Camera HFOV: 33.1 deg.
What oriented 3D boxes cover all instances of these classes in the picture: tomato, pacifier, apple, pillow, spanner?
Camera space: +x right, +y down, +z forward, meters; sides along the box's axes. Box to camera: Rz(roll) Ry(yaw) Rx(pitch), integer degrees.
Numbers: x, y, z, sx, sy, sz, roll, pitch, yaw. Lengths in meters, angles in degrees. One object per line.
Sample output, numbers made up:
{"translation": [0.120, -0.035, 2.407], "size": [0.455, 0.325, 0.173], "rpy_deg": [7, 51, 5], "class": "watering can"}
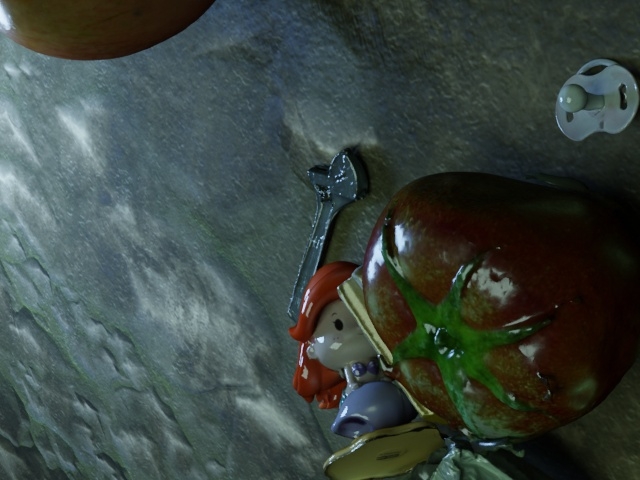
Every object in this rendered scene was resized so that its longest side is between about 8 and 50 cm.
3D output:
{"translation": [0.200, 0.056, 1.133], "size": [0.303, 0.239, 0.303], "rpy_deg": [29, 134, 34], "class": "tomato"}
{"translation": [0.267, -0.144, 1.080], "size": [0.099, 0.078, 0.081], "rpy_deg": [-11, 81, 49], "class": "pacifier"}
{"translation": [-0.298, -0.395, 1.326], "size": [0.364, 0.364, 0.363], "rpy_deg": [24, 126, 37], "class": "apple"}
{"translation": [0.208, 0.373, 1.329], "size": [0.310, 0.138, 0.283], "rpy_deg": [35, 138, -6], "class": "pillow"}
{"translation": [0.000, 0.000, 1.480], "size": [0.093, 0.026, 0.325], "rpy_deg": [39, 136, 24], "class": "spanner"}

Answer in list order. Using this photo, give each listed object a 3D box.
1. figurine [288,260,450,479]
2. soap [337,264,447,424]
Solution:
{"translation": [0.045, 0.175, 1.401], "size": [0.181, 0.208, 0.257], "rpy_deg": [-26, 57, 14], "class": "figurine"}
{"translation": [0.139, 0.116, 1.304], "size": [0.232, 0.140, 0.073], "rpy_deg": [56, 143, 9], "class": "soap"}
